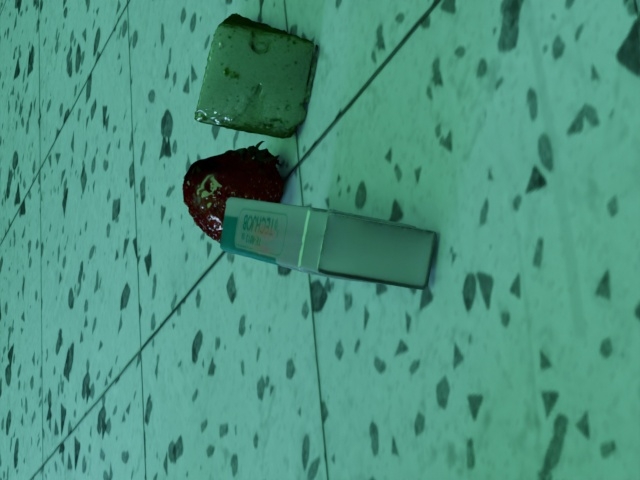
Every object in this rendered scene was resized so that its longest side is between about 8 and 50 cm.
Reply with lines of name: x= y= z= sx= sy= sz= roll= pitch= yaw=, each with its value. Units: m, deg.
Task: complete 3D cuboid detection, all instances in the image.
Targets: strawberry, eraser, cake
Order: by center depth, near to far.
eraser: x=0.000 y=0.000 z=1.161 sx=0.225 sy=0.095 sz=0.052 roll=-168 pitch=88 yaw=-67
strawberry: x=-0.081 y=-0.039 z=1.367 sx=0.106 sy=0.106 sz=0.106 roll=-174 pitch=90 yaw=-67
cake: x=-0.094 y=-0.170 z=1.417 sx=0.235 sy=0.099 sz=0.100 roll=-144 pitch=64 yaw=-64
